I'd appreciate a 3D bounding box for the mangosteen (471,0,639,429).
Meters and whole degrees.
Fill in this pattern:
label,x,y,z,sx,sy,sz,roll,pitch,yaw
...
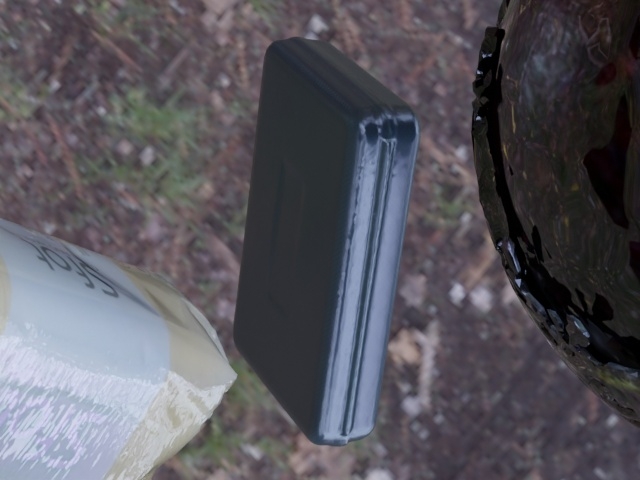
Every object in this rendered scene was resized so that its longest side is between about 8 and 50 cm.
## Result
label,x,y,z,sx,sy,sz,roll,pitch,yaw
mangosteen,0.277,-0.030,0.883,0.381,0.421,0.381,-24,161,-9

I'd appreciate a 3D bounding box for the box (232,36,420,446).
label,x,y,z,sx,sy,sz,roll,pitch,yaw
box,0.000,0.000,1.148,0.050,0.160,0.230,-4,116,-24

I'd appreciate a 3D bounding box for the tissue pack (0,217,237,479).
label,x,y,z,sx,sy,sz,roll,pitch,yaw
tissue pack,-0.154,0.080,0.736,0.186,0.090,0.222,-53,147,5
